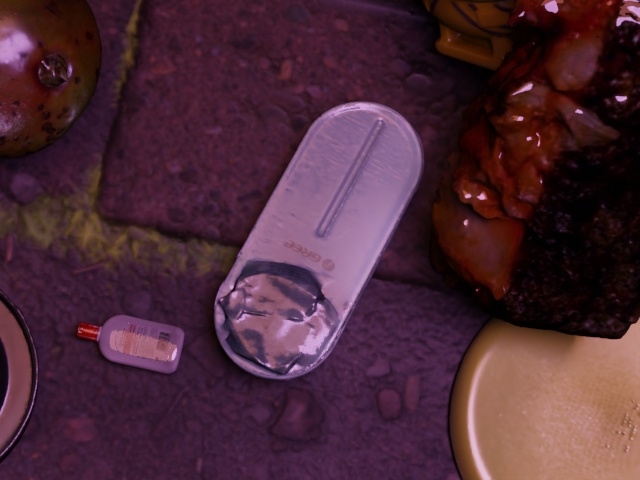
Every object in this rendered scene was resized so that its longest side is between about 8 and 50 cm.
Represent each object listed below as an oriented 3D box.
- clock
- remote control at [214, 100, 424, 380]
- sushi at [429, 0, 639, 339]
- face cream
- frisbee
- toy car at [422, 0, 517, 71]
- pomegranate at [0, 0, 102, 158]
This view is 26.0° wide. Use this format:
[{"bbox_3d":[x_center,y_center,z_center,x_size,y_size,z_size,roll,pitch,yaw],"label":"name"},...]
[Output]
[{"bbox_3d":[-0.309,0.108,1.076,0.185,0.040,0.184,1,75,-4],"label":"clock"},{"bbox_3d":[0.000,0.000,1.120,0.104,0.052,0.247,28,76,5],"label":"remote control"},{"bbox_3d":[0.190,-0.075,1.038,0.182,0.343,0.196,18,36,-2],"label":"sushi"},{"bbox_3d":[-0.152,0.080,1.104,0.083,0.021,0.040,13,75,-1],"label":"face cream"},{"bbox_3d":[0.220,0.145,1.117,0.236,0.017,0.235,1,75,-4],"label":"frisbee"},{"bbox_3d":[0.188,-0.237,1.135,0.248,0.200,0.142,-32,124,-22],"label":"toy car"},{"bbox_3d":[-0.268,-0.151,1.101,0.205,0.159,0.159,26,73,30],"label":"pomegranate"}]
